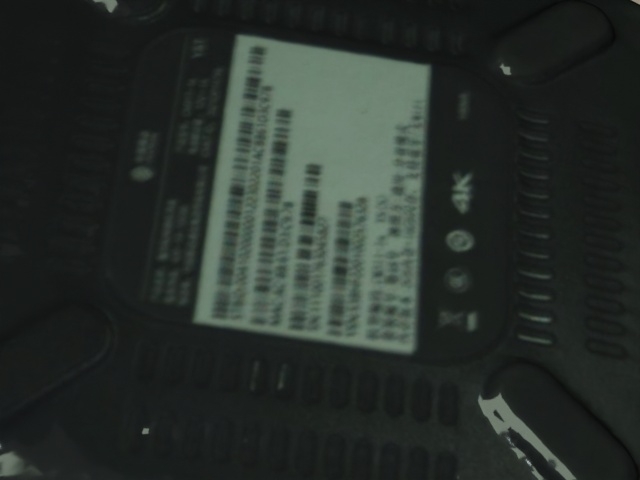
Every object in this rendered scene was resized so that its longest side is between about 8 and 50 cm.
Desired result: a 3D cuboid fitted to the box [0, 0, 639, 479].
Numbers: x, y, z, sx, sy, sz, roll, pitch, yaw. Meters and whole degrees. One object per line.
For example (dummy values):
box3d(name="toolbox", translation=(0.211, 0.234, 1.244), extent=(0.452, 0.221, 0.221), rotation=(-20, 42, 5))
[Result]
box3d(name="box", translation=(0.000, 0.000, 0.656), extent=(0.289, 0.073, 0.290), rotation=(9, 52, -3))
